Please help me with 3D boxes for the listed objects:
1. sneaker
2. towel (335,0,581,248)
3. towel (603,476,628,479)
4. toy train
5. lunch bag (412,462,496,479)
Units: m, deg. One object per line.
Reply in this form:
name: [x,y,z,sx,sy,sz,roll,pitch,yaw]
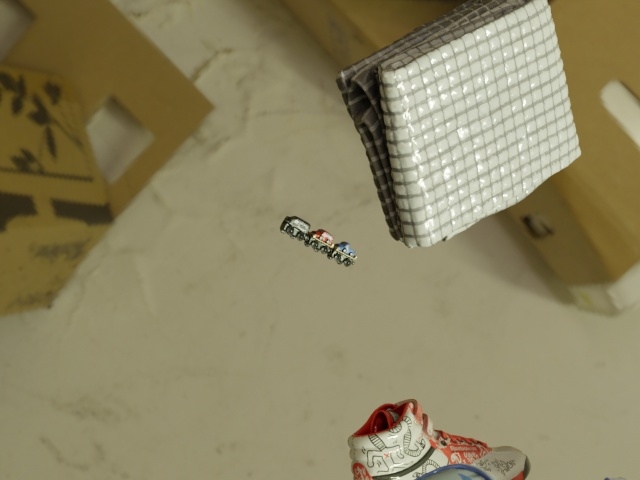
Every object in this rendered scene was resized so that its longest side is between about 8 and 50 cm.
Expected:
sneaker: [0.148,0.257,1.423,0.270,0.145,0.090,-14,179,-37]
towel: [0.165,-0.146,1.368,0.283,0.235,0.121,-31,-150,-27]
towel: [0.446,0.398,1.326,0.040,0.336,0.243,-48,158,6]
toy train: [0.000,0.000,1.794,0.158,0.027,0.036,30,82,-38]
lunch bag: [0.120,0.296,0.948,0.176,0.219,0.090,-28,130,-15]
